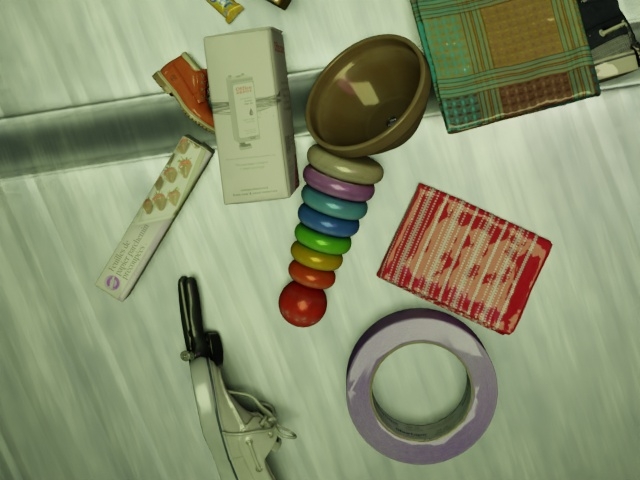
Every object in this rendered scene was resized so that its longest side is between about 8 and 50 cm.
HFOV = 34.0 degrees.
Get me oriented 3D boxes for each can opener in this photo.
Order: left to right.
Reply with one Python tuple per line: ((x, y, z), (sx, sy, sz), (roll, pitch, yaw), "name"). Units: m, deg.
((-0.236, 0.157, 1.945), (0.059, 0.073, 0.186), (-10, 97, 43), "can opener")

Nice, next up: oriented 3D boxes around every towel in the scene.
((0.265, 0.037, 1.916), (0.275, 0.031, 0.199), (24, 98, -2), "towel")
((0.297, -0.384, 1.771), (0.271, 0.040, 0.370), (-14, 76, 9), "towel")

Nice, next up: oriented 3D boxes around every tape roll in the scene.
((0.183, 0.267, 1.924), (0.275, 0.090, 0.275), (0, 98, 3), "tape roll")

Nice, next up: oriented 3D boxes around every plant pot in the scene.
((0.100, -0.231, 1.815), (0.237, 0.237, 0.110), (-42, 135, 7), "plant pot")

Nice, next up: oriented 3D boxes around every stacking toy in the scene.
((0.000, 0.000, 1.881), (0.141, 0.141, 0.330), (18, 105, -1), "stacking toy")

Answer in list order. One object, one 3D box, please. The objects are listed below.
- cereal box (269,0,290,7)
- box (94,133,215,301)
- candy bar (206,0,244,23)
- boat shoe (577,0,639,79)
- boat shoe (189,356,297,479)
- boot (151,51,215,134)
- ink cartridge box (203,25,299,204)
((-0.157, -0.476, 1.782), (0.240, 0.173, 0.047), (31, 99, -2), "cereal box")
((-0.300, -0.042, 1.906), (0.063, 0.067, 0.324), (32, 97, -3), "box")
((-0.209, -0.454, 1.864), (0.161, 0.018, 0.040), (41, 97, -5), "candy bar")
((0.381, -0.326, 1.822), (0.340, 0.127, 0.158), (-17, 91, -3), "boat shoe")
((-0.124, 0.365, 1.924), (0.156, 0.136, 0.367), (-18, 105, -3), "boat shoe")
((-0.220, -0.263, 1.875), (0.084, 0.059, 0.158), (-41, 94, 2), "boot")
((-0.113, -0.216, 1.801), (0.117, 0.207, 0.283), (-6, 98, 5), "ink cartridge box")
